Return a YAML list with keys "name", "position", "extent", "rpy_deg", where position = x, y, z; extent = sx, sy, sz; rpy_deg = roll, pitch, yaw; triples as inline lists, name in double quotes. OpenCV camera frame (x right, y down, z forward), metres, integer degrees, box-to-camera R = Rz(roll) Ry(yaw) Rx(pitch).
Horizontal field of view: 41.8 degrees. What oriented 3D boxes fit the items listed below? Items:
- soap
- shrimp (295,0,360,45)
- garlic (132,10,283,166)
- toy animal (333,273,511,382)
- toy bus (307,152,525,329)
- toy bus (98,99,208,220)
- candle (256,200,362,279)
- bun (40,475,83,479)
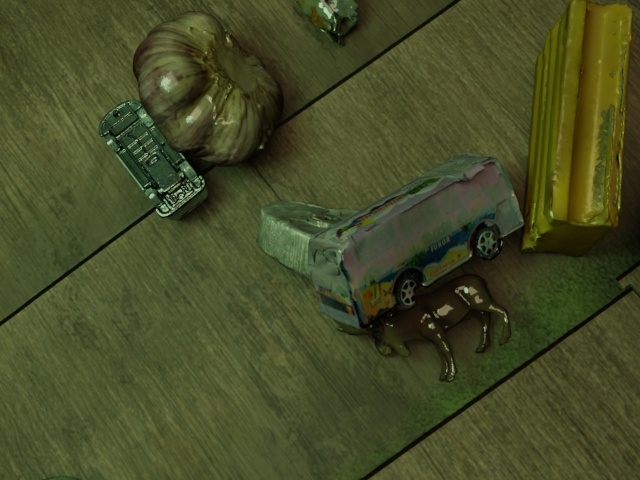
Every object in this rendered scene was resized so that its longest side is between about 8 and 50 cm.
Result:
- name: "soap"
  position: [0.352, -0.148, 1.164]
  extent: [0.096, 0.204, 0.325]
  rpy_deg: [7, 78, 4]
- name: "shrimp"
  position: [0.039, -0.464, 1.351]
  extent: [0.185, 0.068, 0.287]
  rpy_deg: [36, 72, 9]
- name: "garlic"
  position: [-0.175, -0.213, 1.232]
  extent: [0.160, 0.245, 0.245]
  rpy_deg: [-30, 73, 31]
- name: "toy animal"
  position: [0.140, 0.110, 1.185]
  extent: [0.214, 0.094, 0.186]
  rpy_deg: [-33, 85, -3]
- name: "toy bus"
  position: [0.132, -0.008, 1.128]
  extent: [0.317, 0.112, 0.138]
  rpy_deg: [-31, 116, -28]
- name: "toy bus"
  position: [-0.251, -0.120, 1.271]
  extent: [0.087, 0.089, 0.194]
  rpy_deg: [-39, 76, -3]
- name: "candle"
  position: [0.000, 0.000, 1.179]
  extent: [0.192, 0.168, 0.068]
  rpy_deg: [6, 110, 3]
- name: "bun"
  position: [-0.349, 0.418, 1.136]
  extent: [0.195, 0.118, 0.196]
  rpy_deg: [0, 78, -1]
